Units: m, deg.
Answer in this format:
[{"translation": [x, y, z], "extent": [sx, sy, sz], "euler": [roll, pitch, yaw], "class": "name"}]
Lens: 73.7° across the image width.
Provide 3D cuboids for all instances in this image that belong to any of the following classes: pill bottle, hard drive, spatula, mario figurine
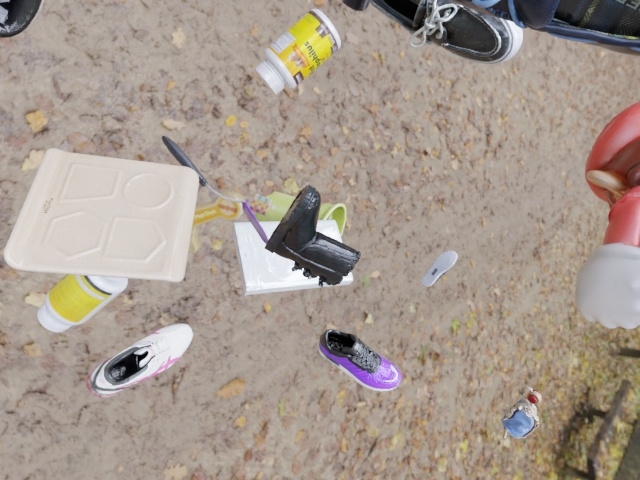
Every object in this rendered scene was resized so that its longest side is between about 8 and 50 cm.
[{"translation": [-0.518, 0.117, 0.924], "extent": [0.184, 0.103, 0.103], "euler": [-37, 123, 12], "class": "pill bottle"}, {"translation": [-0.076, 0.039, 1.184], "extent": [0.308, 0.040, 0.203], "euler": [-3, 62, -26], "class": "hard drive"}, {"translation": [-0.206, -0.102, 0.852], "extent": [0.296, 0.084, 0.030], "euler": [42, 77, -5], "class": "spatula"}, {"translation": [0.317, 0.001, 0.331], "extent": [0.320, 0.198, 0.170], "euler": [-63, 175, -61], "class": "mario figurine"}, {"translation": [-0.061, -0.476, 1.095], "extent": [0.215, 0.117, 0.117], "euler": [-40, 121, 3], "class": "pill bottle"}]

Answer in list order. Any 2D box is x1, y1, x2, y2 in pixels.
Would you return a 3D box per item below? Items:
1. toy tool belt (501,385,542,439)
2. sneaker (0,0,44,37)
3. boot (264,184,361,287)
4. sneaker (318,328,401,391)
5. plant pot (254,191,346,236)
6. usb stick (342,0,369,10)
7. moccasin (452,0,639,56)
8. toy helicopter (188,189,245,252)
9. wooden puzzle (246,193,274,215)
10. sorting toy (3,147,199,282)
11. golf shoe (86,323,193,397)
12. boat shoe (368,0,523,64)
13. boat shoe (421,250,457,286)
[{"translation": [0.305, 0.268, 0.650], "extent": [0.051, 0.052, 0.083], "euler": [-19, 135, -43], "class": "toy tool belt"}, {"translation": [-0.305, -0.396, 0.342], "extent": [0.169, 0.258, 0.447], "euler": [-29, 135, -47], "class": "sneaker"}, {"translation": [0.000, 0.000, 0.485], "extent": [0.099, 0.121, 0.045], "euler": [29, 46, -10], "class": "boot"}, {"translation": [0.122, 0.372, 1.357], "extent": [0.102, 0.293, 0.146], "euler": [-56, 162, -34], "class": "sneaker"}, {"translation": [-0.083, -0.046, 1.488], "extent": [0.276, 0.254, 0.276], "euler": [-54, 159, -32], "class": "plant pot"}, {"translation": [0.110, -0.670, 1.026], "extent": [0.077, 0.278, 0.045], "euler": [24, 74, -2], "class": "usb stick"}, {"translation": [0.231, -0.272, 0.408], "extent": [0.116, 0.342, 0.137], "euler": [-70, 175, -52], "class": "moccasin"}, {"translation": [-0.376, -0.079, 1.197], "extent": [0.140, 0.355, 0.235], "euler": [-60, 132, -66], "class": "toy helicopter"}, {"translation": [-0.170, -0.101, 1.206], "extent": [0.083, 0.006, 0.049], "euler": [23, 78, 1], "class": "wooden puzzle"}, {"translation": [-0.285, -0.034, 0.591], "extent": [0.208, 0.038, 0.193], "euler": [8, 57, -15], "class": "sorting toy"}, {"translation": [-0.281, 0.192, 0.705], "extent": [0.186, 0.086, 0.067], "euler": [-31, 91, -49], "class": "golf shoe"}, {"translation": [0.206, -0.404, 0.762], "extent": [0.306, 0.113, 0.105], "euler": [43, 57, 12], "class": "boat shoe"}, {"translation": [0.367, 0.085, 1.314], "extent": [0.049, 0.142, 0.040], "euler": [49, 24, 22], "class": "boat shoe"}]
